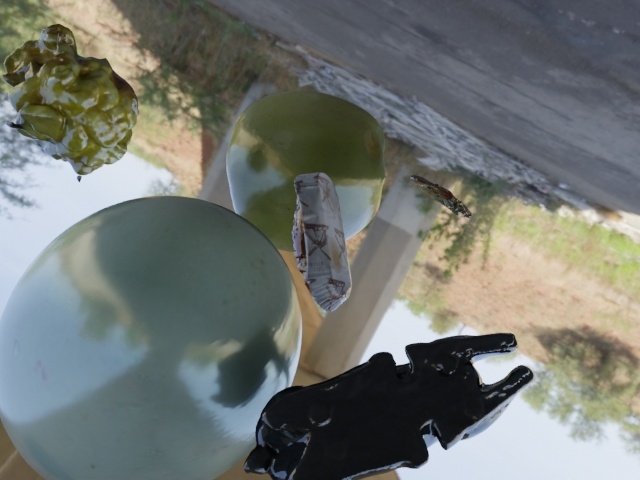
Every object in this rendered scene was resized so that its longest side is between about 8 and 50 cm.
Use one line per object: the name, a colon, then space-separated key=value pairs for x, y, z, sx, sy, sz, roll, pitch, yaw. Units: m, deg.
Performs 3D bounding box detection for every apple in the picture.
apple: x=-0.031 y=-0.143 z=1.286 sx=0.357 sy=0.357 sz=0.357 roll=27 pitch=-175 yaw=-3

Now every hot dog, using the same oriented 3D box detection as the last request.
hot dog: x=0.000 y=0.000 z=0.788 sx=0.053 sy=0.192 sz=0.099 roll=-15 pitch=168 yaw=28

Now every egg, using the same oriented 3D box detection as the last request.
egg: x=-0.154 y=0.104 z=0.510 sx=0.229 sy=0.230 sz=0.371 roll=25 pitch=141 yaw=-19

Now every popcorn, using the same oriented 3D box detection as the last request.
popcorn: x=-0.387 y=-0.207 z=0.909 sx=0.218 sy=0.169 sz=0.189 roll=23 pitch=159 yaw=29

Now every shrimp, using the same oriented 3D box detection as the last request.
shrimp: x=0.277 y=-0.095 z=1.296 sx=0.178 sy=0.034 sz=0.124 roll=33 pitch=-178 yaw=-13

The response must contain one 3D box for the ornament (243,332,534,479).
ornament: x=0.025 y=0.151 z=0.460 sx=0.202 sy=0.080 sz=0.236 roll=-14 pitch=161 yaw=-22
